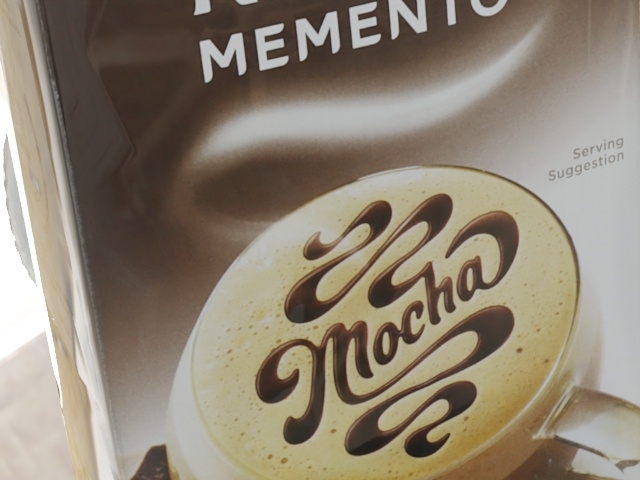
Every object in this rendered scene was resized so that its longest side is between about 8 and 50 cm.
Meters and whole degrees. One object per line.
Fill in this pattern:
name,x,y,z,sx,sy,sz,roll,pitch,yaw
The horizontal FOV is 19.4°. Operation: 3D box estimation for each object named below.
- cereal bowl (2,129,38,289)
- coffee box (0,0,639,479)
cereal bowl,-0.039,-0.003,1.227,0.339,0.339,0.141,74,9,-60
coffee box,0.000,0.000,0.569,0.119,0.168,0.297,-126,-155,-56
